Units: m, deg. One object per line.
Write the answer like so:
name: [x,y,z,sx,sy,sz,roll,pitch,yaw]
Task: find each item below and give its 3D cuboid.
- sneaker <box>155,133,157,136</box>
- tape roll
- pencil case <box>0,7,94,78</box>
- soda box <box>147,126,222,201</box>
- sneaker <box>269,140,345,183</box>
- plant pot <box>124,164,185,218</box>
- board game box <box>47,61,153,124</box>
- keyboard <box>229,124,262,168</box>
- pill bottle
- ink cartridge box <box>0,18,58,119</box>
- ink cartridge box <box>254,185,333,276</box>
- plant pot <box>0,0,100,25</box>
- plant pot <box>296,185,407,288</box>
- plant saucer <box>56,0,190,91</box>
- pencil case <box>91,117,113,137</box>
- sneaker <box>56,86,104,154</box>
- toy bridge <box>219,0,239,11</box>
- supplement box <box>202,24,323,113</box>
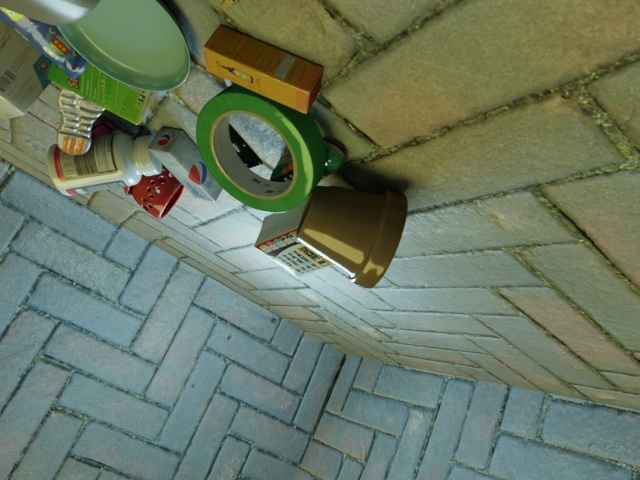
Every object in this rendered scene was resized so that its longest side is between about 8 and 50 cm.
sneaker: [-0.511,-0.312,1.614,0.057,0.047,0.119,39,164,21]
tape roll: [-0.146,-0.218,1.178,0.321,0.077,0.321,17,135,18]
pencil case: [-0.651,-0.521,1.123,0.133,0.119,0.306,-25,135,23]
soda box: [-0.430,-0.243,1.603,0.098,0.091,0.286,14,158,27]
sneaker: [-0.046,-0.170,1.289,0.108,0.121,0.302,34,159,-24]
plant pot: [-0.608,-0.197,1.788,0.174,0.191,0.191,32,159,-8]
board game box: [-0.578,-0.423,1.288,0.260,0.124,0.039,27,-164,-8]
keyboard: [-0.255,-0.278,1.418,0.100,0.038,0.192,-13,143,23]
pill bottle: [-0.701,-0.257,1.607,0.319,0.176,0.176,-10,157,-2]
ink cartridge box: [-0.929,-0.510,1.365,0.197,0.198,0.270,7,153,42]
ink cartridge box: [0.000,0.000,1.542,0.309,0.130,0.272,-21,133,42]
plant pot: [-0.501,-0.505,0.775,0.323,0.323,0.280,18,175,19]
plant pot: [0.068,-0.035,1.256,0.229,0.263,0.263,21,161,-7]
plant saucer: [-0.430,-0.460,1.065,0.318,0.043,0.317,14,152,7]
pencil case: [-0.784,-0.354,1.734,0.095,0.098,0.209,30,159,-14]
sneaker: [-0.709,-0.422,1.443,0.125,0.180,0.321,15,134,-34]
toy bridge: [-0.216,-0.482,0.844,0.188,0.026,0.063,36,157,-28]
supplement box: [-0.116,-0.349,0.992,0.234,0.080,0.078,23,159,2]
